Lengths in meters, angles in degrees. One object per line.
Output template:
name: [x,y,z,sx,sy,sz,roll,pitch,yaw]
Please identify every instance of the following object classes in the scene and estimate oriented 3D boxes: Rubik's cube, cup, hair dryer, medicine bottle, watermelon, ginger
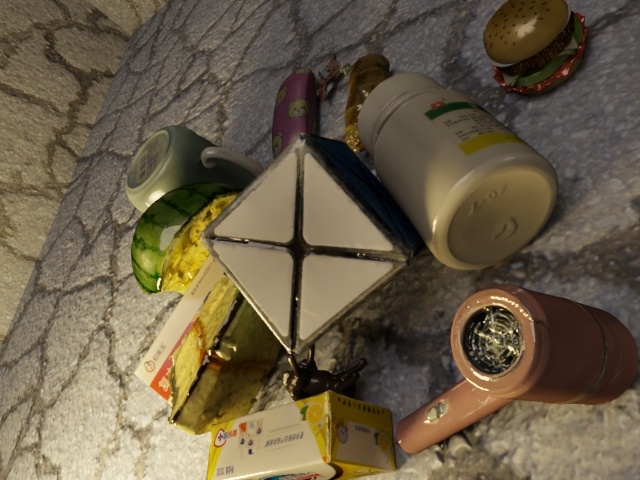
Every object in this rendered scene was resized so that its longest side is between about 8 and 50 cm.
Rubik's cube: [0.000,0.000,0.874,0.255,0.259,0.260,-43,81,18]
cup: [-0.308,-0.155,1.341,0.357,0.274,0.259,-16,55,40]
hair dryer: [0.198,0.198,0.668,0.352,0.210,0.125,-49,43,33]
medicine bottle: [0.203,-0.133,0.858,0.208,0.208,0.339,-43,41,16]
watermelon: [-0.307,-0.013,1.174,0.189,0.331,0.330,28,84,11]
ginger: [0.112,-0.313,1.157,0.109,0.116,0.262,5,55,3]

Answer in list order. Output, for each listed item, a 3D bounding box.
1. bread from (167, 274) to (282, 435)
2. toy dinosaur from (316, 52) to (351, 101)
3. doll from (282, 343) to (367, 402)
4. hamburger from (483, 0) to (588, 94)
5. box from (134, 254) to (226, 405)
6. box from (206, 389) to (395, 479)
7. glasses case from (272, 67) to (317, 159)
bread: [-0.197,0.188,0.941,0.198,0.236,0.263,25,86,13]
toy dinosaur: [0.031,-0.442,1.381,0.108,0.032,0.220,-23,40,39]
doll: [-0.002,0.250,0.891,0.139,0.165,0.057,17,38,12]
hamburger: [0.364,-0.350,0.898,0.175,0.137,0.175,-25,52,36]
box: [-0.220,0.197,1.112,0.214,0.069,0.353,32,87,21]
box: [-0.035,0.330,0.827,0.265,0.168,0.097,-25,52,30]
glasses case: [-0.069,-0.334,1.373,0.123,0.076,0.316,-24,49,34]
